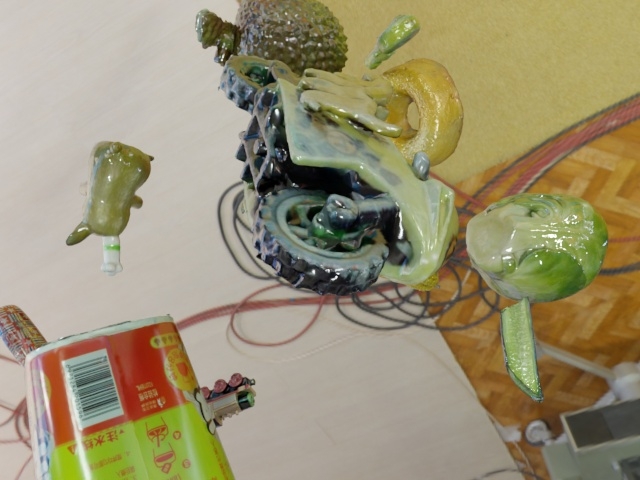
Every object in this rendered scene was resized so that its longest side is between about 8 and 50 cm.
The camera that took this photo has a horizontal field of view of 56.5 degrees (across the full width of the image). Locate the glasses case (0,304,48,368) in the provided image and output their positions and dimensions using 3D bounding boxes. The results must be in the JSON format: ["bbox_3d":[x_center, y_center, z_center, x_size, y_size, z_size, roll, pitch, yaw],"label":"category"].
[{"bbox_3d":[-0.671,0.223,1.351,0.194,0.073,0.049,47,114,12],"label":"glasses case"}]

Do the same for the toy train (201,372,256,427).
[{"bbox_3d":[-0.195,0.332,1.227,0.137,0.087,0.050,-23,137,3],"label":"toy train"}]

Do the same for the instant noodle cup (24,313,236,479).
[{"bbox_3d":[-0.258,0.281,0.800,0.293,0.294,0.308,-22,77,14],"label":"instant noodle cup"}]

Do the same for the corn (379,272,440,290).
[{"bbox_3d":[0.167,0.051,1.512,0.312,0.102,0.102,17,122,-21],"label":"corn"}]

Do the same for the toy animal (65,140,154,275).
[{"bbox_3d":[-0.595,-0.101,1.665,0.181,0.180,0.363,16,98,-16],"label":"toy animal"}]

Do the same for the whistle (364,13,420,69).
[{"bbox_3d":[0.155,-0.457,1.376,0.104,0.198,0.057,-36,96,-22],"label":"whistle"}]

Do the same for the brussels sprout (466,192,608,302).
[{"bbox_3d":[0.523,0.016,1.482,0.354,0.289,0.282,9,90,-32],"label":"brussels sprout"}]

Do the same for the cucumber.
[{"bbox_3d":[0.409,0.227,1.239,0.070,0.220,0.046,1,159,-8],"label":"cucumber"}]

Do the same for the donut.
[{"bbox_3d":[0.220,-0.309,1.478,0.277,0.108,0.278,13,111,37],"label":"donut"}]

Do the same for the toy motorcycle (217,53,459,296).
[{"bbox_3d":[0.014,-0.087,0.670,0.236,0.410,0.169,12,127,-28],"label":"toy motorcycle"}]

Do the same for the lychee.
[{"bbox_3d":[-0.096,-0.432,1.328,0.319,0.270,0.270,-20,121,-2],"label":"lychee"}]
